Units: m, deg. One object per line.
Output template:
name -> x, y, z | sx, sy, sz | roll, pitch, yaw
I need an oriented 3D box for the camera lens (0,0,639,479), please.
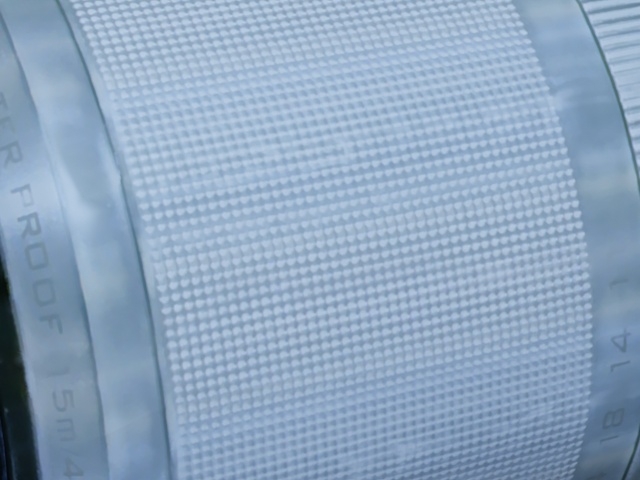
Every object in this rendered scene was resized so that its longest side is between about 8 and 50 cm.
camera lens -> 0.000, 0.000, 0.554 | 0.274, 0.219, 0.219 | -12, 58, -21
